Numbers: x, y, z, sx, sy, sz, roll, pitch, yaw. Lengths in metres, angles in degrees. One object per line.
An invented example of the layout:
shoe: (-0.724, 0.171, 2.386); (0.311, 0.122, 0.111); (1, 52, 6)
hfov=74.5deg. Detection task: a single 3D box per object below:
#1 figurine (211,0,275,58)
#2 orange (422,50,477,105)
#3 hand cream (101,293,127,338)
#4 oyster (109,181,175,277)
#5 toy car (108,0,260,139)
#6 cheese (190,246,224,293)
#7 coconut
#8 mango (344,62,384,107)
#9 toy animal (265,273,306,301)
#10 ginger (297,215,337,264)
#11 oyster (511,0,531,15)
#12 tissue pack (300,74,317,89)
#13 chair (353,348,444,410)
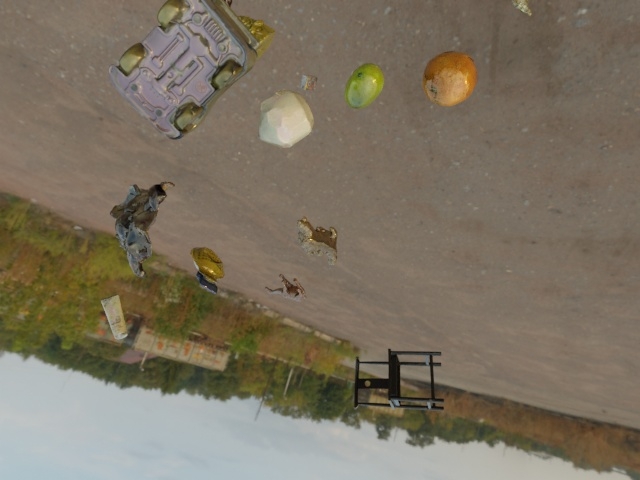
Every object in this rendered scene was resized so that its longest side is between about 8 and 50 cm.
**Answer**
figurine: (-0.327, -0.767, 1.447); (0.315, 0.187, 0.168); (41, 150, -13)
orange: (0.596, -0.749, 1.946); (0.246, 0.246, 0.246); (16, 163, 5)
hand cream: (-0.666, 0.250, 1.372); (0.061, 0.143, 0.039); (-22, 172, -2)
oyster: (-0.439, -0.067, 1.022); (0.096, 0.221, 0.361); (27, -177, -32)
toy car: (-0.347, -0.469, 1.125); (0.336, 0.226, 0.242); (-37, 109, 23)
cheese: (-0.402, 0.100, 1.501); (0.156, 0.064, 0.250); (40, -167, -29)
coconut: (-0.153, -0.488, 1.725); (0.224, 0.234, 0.224); (58, 166, 24)
mango: (0.196, -0.705, 1.968); (0.149, 0.185, 0.273); (46, 159, 1)
toy animal: (-0.160, 0.218, 1.855); (0.224, 0.066, 0.230); (21, 152, 15)
ginger: (-0.001, -0.001, 1.917); (0.333, 0.166, 0.080); (27, 179, -44)
oyster: (0.589, -0.753, 1.270); (0.045, 0.146, 0.121); (-21, 133, 42)
tissue pack: (-0.054, -0.731, 1.952); (0.035, 0.063, 0.083); (27, -152, 27)
chair: (0.216, 0.399, 1.208); (0.260, 0.155, 0.141); (-3, 148, 14)
